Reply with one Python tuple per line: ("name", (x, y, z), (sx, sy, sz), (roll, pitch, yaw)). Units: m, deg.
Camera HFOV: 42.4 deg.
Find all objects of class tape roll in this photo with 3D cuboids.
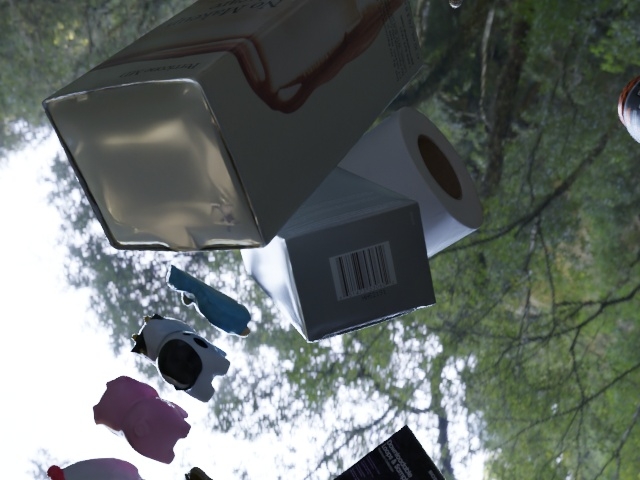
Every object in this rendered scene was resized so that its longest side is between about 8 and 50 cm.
("tape roll", (0.143, -0.085, 1.431), (0.169, 0.246, 0.246), (-32, -139, 27))

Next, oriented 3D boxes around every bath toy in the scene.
("bath toy", (-0.231, 0.210, 1.077), (0.129, 0.151, 0.348), (32, -98, -17))

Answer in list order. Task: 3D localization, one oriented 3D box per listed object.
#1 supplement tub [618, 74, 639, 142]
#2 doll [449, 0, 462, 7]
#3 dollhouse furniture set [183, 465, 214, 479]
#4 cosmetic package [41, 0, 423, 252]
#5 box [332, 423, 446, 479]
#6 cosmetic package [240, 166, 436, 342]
("supplement tub", (0.511, -0.176, 1.170), (0.117, 0.117, 0.190), (-5, -159, -9))
("doll", (0.156, -0.346, 1.020), (0.189, 0.046, 0.129), (-16, -110, 35))
("dollhouse furniture set", (-0.159, 0.345, 0.892), (0.182, 0.101, 0.161), (-29, -165, -37))
("cosmetic package", (-0.049, -0.126, 0.650), (0.153, 0.129, 0.296), (-1, -146, 31))
("box", (0.083, 0.338, 1.108), (0.162, 0.029, 0.116), (-37, -138, -1))
("cosmetic package", (0.000, 0.000, 0.788), (0.127, 0.107, 0.238), (-16, -165, -12))
